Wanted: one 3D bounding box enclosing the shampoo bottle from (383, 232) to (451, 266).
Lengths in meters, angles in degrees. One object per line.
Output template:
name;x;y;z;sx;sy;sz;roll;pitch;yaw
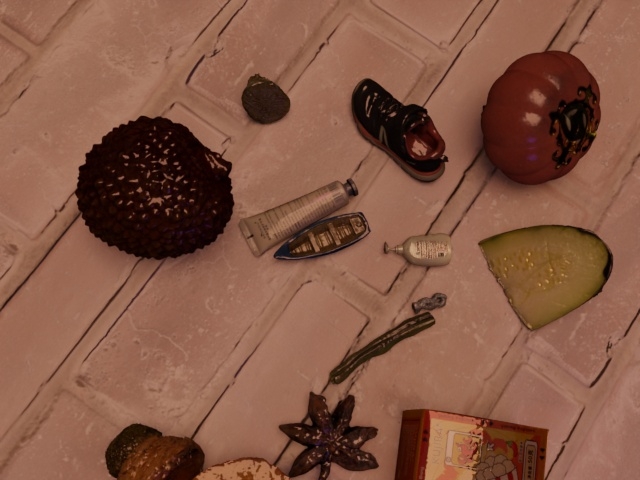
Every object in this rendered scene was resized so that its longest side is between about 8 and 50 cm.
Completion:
shampoo bottle;0.219;0.022;1.643;0.151;0.045;0.077;-1;79;-8

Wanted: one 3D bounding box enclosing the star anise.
star anise;0.018;0.409;1.515;0.212;0.073;0.197;-18;81;-12

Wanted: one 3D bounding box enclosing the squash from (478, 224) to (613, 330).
squash;0.512;0.051;1.615;0.204;0.155;0.237;-26;82;-13

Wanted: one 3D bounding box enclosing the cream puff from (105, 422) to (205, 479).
cream puff;-0.345;0.440;1.440;0.169;0.183;0.183;32;74;26

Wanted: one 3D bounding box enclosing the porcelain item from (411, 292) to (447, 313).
porcelain item;0.247;0.141;1.626;0.083;0.028;0.036;-18;77;-11

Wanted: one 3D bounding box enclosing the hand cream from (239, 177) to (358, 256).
hand cream;-0.044;-0.063;1.635;0.276;0.059;0.095;-26;82;-6

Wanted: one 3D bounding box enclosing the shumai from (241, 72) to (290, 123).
shumai;-0.134;-0.337;1.680;0.099;0.123;0.087;-36;42;14

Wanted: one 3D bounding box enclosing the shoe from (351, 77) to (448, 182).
shoe;0.182;-0.261;1.660;0.114;0.137;0.291;-43;83;-14

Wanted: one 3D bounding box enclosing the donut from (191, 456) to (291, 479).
donut;-0.157;0.573;1.438;0.277;0.108;0.278;1;77;-6

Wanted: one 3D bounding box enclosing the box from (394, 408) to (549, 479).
box;0.291;0.498;1.452;0.259;0.214;0.284;10;76;-2

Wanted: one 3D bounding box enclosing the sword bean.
sword bean;0.133;0.235;1.589;0.269;0.038;0.043;-30;56;-12

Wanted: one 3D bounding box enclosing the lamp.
lamp;0.486;-0.281;1.645;0.305;0.239;0.306;-16;116;-34

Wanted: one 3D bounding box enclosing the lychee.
lychee;-0.332;-0.099;1.489;0.330;0.306;0.306;-26;80;11

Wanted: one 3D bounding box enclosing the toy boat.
toy boat;0.000;0.000;1.625;0.228;0.046;0.080;-22;81;-10
